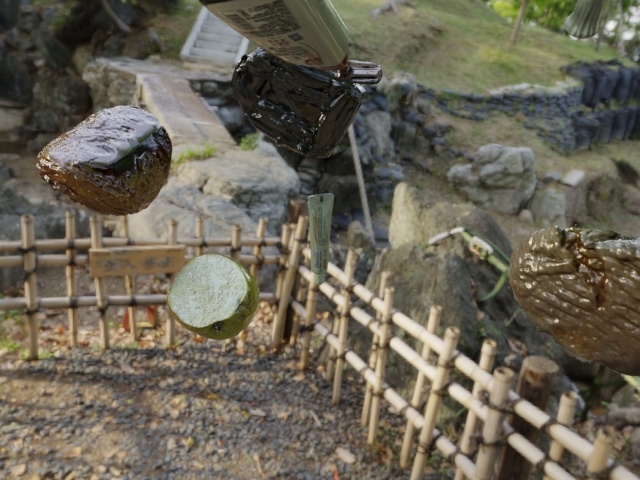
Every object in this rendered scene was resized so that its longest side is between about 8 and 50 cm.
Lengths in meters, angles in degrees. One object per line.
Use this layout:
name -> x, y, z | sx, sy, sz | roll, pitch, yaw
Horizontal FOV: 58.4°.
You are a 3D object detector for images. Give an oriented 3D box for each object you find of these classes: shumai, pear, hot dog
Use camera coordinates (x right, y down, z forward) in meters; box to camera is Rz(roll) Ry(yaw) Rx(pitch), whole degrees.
shumai -> 0.519, 0.065, 0.961 | 0.345, 0.217, 0.283 | 20, 29, 35
pear -> -0.165, 0.096, 0.911 | 0.140, 0.104, 0.141 | -3, 58, 5
hot dog -> -0.306, -0.116, 0.827 | 0.160, 0.099, 0.227 | 30, 30, -1

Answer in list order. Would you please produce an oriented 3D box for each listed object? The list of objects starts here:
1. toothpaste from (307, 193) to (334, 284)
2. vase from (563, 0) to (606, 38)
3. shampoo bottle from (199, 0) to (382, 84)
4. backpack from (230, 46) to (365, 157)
toothpaste -> 0.000, 0.000, 1.486 | 0.067, 0.256, 0.037 | -5, 25, -12
vase -> 0.483, -0.434, 1.010 | 0.081, 0.149, 0.081 | 0, 55, 0
shampoo bottle -> -0.019, -0.279, 0.756 | 0.153, 0.071, 0.284 | 6, -5, 33
backpack -> -0.049, -0.276, 1.117 | 0.258, 0.206, 0.133 | 25, 25, -12
